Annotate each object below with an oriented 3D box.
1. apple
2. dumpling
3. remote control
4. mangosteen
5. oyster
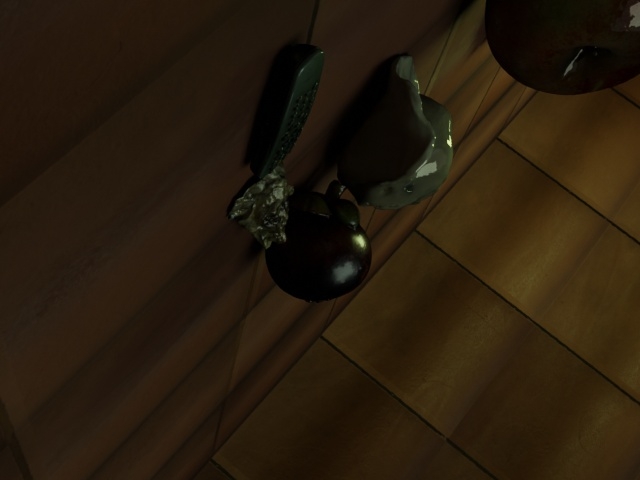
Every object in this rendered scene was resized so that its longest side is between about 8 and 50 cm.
[{"bbox_3d":[0.440,-0.410,1.618,0.348,0.348,0.277,99,-12,-70],"label":"apple"},{"bbox_3d":[0.118,-0.171,1.576,0.318,0.187,0.243,-16,105,-86],"label":"dumpling"},{"bbox_3d":[-0.041,-0.150,1.160,0.072,0.042,0.222,-45,169,-32],"label":"remote control"},{"bbox_3d":[0.000,0.000,1.559,0.200,0.200,0.200,-49,169,-13],"label":"mangosteen"},{"bbox_3d":[-0.070,-0.050,1.359,0.108,0.053,0.166,-60,164,-11],"label":"oyster"}]
